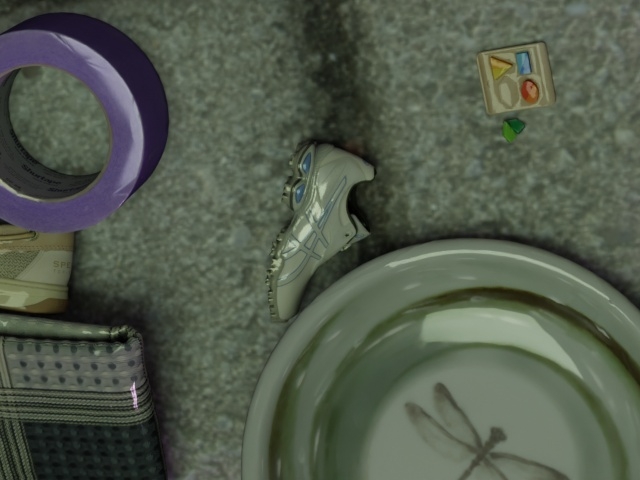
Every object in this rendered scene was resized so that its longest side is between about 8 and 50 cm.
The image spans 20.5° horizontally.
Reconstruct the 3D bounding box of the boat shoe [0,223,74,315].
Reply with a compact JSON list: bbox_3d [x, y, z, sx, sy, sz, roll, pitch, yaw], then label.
[{"bbox_3d":[-0.380,0.003,1.658,0.302,0.109,0.098,8,90,4],"label":"boat shoe"}]

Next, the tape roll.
[{"bbox_3d":[-0.238,-0.106,1.600,0.189,0.080,0.189,4,109,12],"label":"tape roll"}]

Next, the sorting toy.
[{"bbox_3d":[0.172,-0.128,1.539,0.062,0.012,0.083,-9,106,15],"label":"sorting toy"}]

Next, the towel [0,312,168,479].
[{"bbox_3d":[-0.305,0.195,1.703,0.324,0.056,0.312,2,127,10],"label":"towel"}]

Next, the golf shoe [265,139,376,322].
[{"bbox_3d":[0.000,0.000,1.594,0.086,0.069,0.176,14,112,1],"label":"golf shoe"}]

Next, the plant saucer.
[{"bbox_3d":[0.133,0.202,1.565,0.400,0.100,0.401,-1,78,6],"label":"plant saucer"}]
